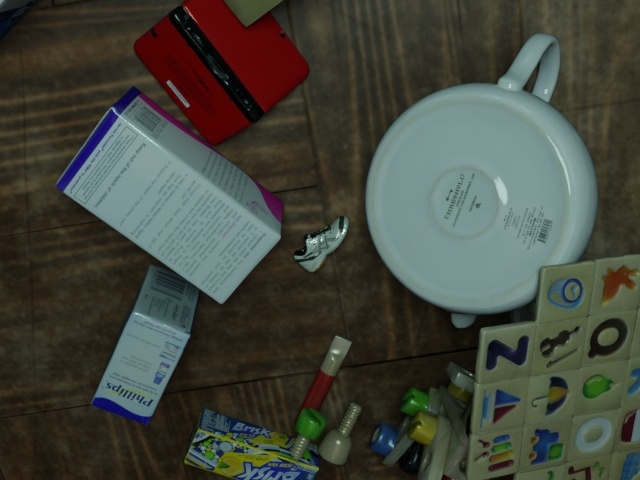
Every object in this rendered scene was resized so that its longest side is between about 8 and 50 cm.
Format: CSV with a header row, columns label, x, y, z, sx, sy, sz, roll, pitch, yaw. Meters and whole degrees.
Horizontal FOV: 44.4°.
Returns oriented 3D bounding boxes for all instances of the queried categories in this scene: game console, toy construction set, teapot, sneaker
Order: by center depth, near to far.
label,x,y,z,sx,sy,sz,roll,pitch,yaw
teapot,0.182,-0.051,0.841,0.256,0.187,0.252,-28,83,28
game console,-0.109,-0.199,0.862,0.124,0.085,0.144,-22,114,42
sneaker,0.000,0.000,0.934,0.037,0.032,0.083,35,107,-14
toy construction set,0.130,0.208,0.935,0.309,0.257,0.237,29,105,20

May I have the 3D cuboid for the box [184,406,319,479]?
label,x,y,z,sx,sy,sz,roll,pitch,yaw
box,-0.089,0.282,1.036,0.169,0.054,0.059,21,110,-8

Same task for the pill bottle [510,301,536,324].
label,x,y,z,sx,sy,sz,roll,pitch,yaw
pill bottle,0.372,0.101,0.914,0.272,0.152,0.152,-5,112,1

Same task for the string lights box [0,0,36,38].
label,x,y,z,sx,sy,sz,roll,pitch,yaw
string lights box,-0.393,-0.204,0.791,0.259,0.133,0.077,-39,107,14

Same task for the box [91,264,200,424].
label,x,y,z,sx,sy,sz,roll,pitch,yaw
box,-0.204,0.122,0.931,0.072,0.126,0.137,24,110,-12

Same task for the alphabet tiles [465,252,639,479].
label,x,y,z,sx,sy,sz,roll,pitch,yaw
alphabet tiles,0.309,0.144,0.802,0.342,0.011,0.285,-6,112,-16

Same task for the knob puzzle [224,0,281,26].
label,x,y,z,sx,sy,sz,roll,pitch,yaw
knob puzzle,-0.078,-0.319,0.736,0.213,0.030,0.213,24,142,20

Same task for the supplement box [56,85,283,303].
label,x,y,z,sx,sy,sz,roll,pitch,yaw
supplement box,-0.158,-0.051,0.869,0.220,0.111,0.114,37,108,-14
